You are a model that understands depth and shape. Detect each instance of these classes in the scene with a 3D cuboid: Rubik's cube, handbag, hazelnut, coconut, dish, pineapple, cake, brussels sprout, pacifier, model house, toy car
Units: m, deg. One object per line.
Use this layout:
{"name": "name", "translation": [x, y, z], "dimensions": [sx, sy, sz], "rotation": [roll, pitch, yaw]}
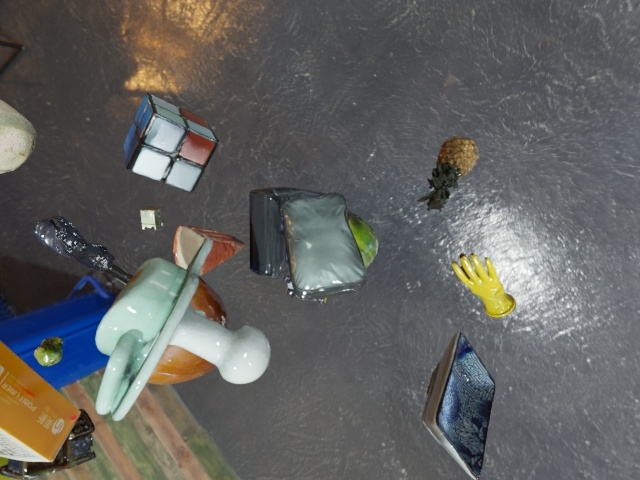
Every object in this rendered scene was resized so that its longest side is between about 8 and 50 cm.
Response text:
{"name": "Rubik's cube", "translation": [-0.399, -0.257, 1.108], "dimensions": [0.167, 0.180, 0.183], "rotation": [-56, 38, 18]}
{"name": "handbag", "translation": [0.000, -0.002, 1.119], "dimensions": [0.192, 0.074, 0.332], "rotation": [-11, 56, -3]}
{"name": "hazelnut", "translation": [-0.426, 0.241, 1.212], "dimensions": [0.372, 0.372, 0.315], "rotation": [41, 107, 13]}
{"name": "coconut", "translation": [-0.975, -0.320, 1.217], "dimensions": [0.234, 0.224, 0.224], "rotation": [38, 113, 18]}
{"name": "dish", "translation": [0.285, 0.344, 0.894], "dimensions": [0.080, 0.243, 0.181], "rotation": [-21, 113, 40]}
{"name": "pineapple", "translation": [0.398, -0.204, 1.302], "dimensions": [0.128, 0.128, 0.247], "rotation": [26, 70, 19]}
{"name": "cake", "translation": [-0.424, 0.047, 1.610], "dimensions": [0.158, 0.262, 0.159], "rotation": [23, 95, 29]}
{"name": "brussels sprout", "translation": [0.102, 0.002, 1.919], "dimensions": [0.275, 0.315, 0.371], "rotation": [-48, 36, 4]}
{"name": "brussels sprout", "translation": [-0.583, 0.236, 0.899], "dimensions": [0.083, 0.051, 0.046], "rotation": [20, 78, 57]}
{"name": "pacifier", "translation": [-0.213, 0.162, 0.689], "dimensions": [0.269, 0.343, 0.288], "rotation": [32, 108, -14]}
{"name": "handbag", "translation": [-0.116, -0.038, 1.469], "dimensions": [0.178, 0.275, 0.301], "rotation": [10, 103, 49]}
{"name": "model house", "translation": [-0.574, 0.410, 0.886], "dimensions": [0.106, 0.166, 0.152], "rotation": [-8, 84, 49]}
{"name": "toy car", "translation": [-0.057, 0.172, 1.927], "dimensions": [0.199, 0.165, 0.314], "rotation": [10, 149, 8]}

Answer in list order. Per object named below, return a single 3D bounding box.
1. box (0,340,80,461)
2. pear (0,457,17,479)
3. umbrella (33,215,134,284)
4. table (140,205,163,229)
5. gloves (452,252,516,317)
{"name": "box", "translation": [-0.531, 0.222, 0.616], "dimensions": [0.221, 0.091, 0.273], "rotation": [2, 132, 12]}
{"name": "pear", "translation": [-0.874, 0.611, 1.095], "dimensions": [0.269, 0.213, 0.212], "rotation": [48, 122, 51]}
{"name": "umbrella", "translation": [-0.506, 0.030, 0.914], "dimensions": [0.248, 0.071, 0.070], "rotation": [36, 114, -4]}
{"name": "table", "translation": [-0.682, -0.092, 1.699], "dimensions": [0.063, 0.079, 0.083], "rotation": [3, 107, 4]}
{"name": "gloves", "translation": [0.603, 0.149, 1.545], "dimensions": [0.133, 0.116, 0.294], "rotation": [-27, 116, 29]}
